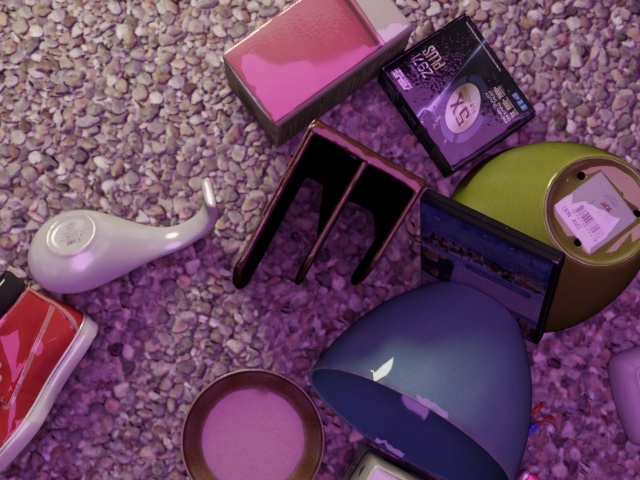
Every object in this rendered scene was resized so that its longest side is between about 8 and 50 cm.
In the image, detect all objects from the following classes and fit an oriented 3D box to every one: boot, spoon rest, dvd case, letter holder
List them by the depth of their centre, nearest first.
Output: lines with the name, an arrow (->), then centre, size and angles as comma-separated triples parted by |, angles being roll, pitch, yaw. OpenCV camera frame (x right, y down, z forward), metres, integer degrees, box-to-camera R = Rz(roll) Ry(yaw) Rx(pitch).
dvd case -> 0.208, 0.039, 1.256 | 0.180, 0.253, 0.022 | 27, 69, 18
letter holder -> 0.000, 0.000, 1.289 | 0.152, 0.302, 0.214 | 30, 84, 1
boot -> -0.434, 0.171, 1.333 | 0.176, 0.088, 0.244 | 34, 76, -23
spoon rest -> -0.271, -0.004, 1.386 | 0.277, 0.084, 0.137 | -17, 54, 0

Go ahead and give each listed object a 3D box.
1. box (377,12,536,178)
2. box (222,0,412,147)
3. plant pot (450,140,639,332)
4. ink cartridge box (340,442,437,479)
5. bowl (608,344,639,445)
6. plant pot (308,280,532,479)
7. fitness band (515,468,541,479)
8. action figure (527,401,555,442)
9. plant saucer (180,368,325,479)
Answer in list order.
box -> 0.192, -0.206, 1.430 | 0.147, 0.077, 0.180 | -33, 87, -5
box -> -0.006, -0.256, 1.391 | 0.232, 0.148, 0.126 | -37, 86, -6
plant pot -> 0.320, -0.017, 1.308 | 0.275, 0.293, 0.274 | 0, 85, -3
ink cartridge box -> 0.061, 0.389, 1.250 | 0.129, 0.307, 0.223 | 28, 84, 3
bowl -> 0.491, 0.213, 1.414 | 0.142, 0.053, 0.142 | -14, 84, -4
plant pot -> 0.157, 0.169, 1.305 | 0.290, 0.290, 0.195 | 32, 69, 1
fitness band -> 0.278, 0.441, 1.381 | 0.291, 0.054, 0.209 | 40, 84, 3
action figure -> 0.276, 0.273, 1.411 | 0.115, 0.030, 0.038 | -36, 92, -3
plant saucer -> -0.094, 0.278, 1.390 | 0.199, 0.036, 0.198 | 0, 85, -3
